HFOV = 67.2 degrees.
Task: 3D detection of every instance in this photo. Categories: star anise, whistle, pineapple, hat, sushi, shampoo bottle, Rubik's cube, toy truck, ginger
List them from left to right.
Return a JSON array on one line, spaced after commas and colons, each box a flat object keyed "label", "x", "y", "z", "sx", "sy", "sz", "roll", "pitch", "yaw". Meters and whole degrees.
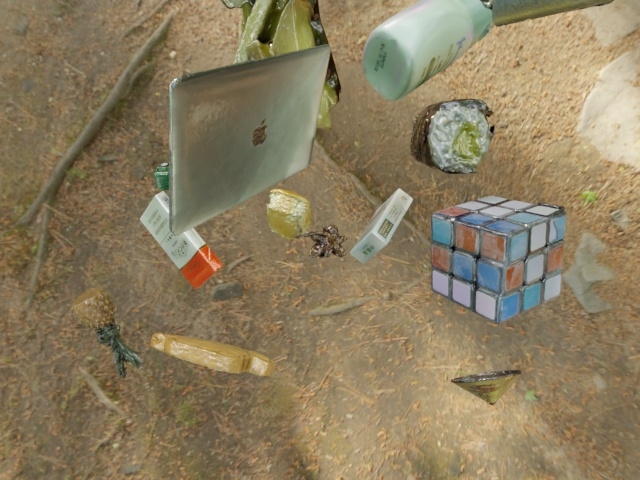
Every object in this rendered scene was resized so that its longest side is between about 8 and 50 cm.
[{"label": "pineapple", "x": -0.629, "y": 0.278, "z": 1.448, "sx": 0.130, "sy": 0.119, "sz": 0.277, "roll": -2, "pitch": 121, "yaw": 37}, {"label": "toy truck", "x": -0.386, "y": -0.176, "z": 1.342, "sx": 0.147, "sy": 0.079, "sz": 0.065, "roll": -2, "pitch": 119, "yaw": 3}, {"label": "ginger", "x": -0.126, "y": -0.421, "z": 1.015, "sx": 0.211, "sy": 0.358, "sz": 0.413, "roll": -29, "pitch": 52, "yaw": -13}, {"label": "star anise", "x": 0.000, "y": 0.000, "z": 1.306, "sx": 0.070, "sy": 0.191, "sz": 0.097, "roll": -6, "pitch": 86, "yaw": 54}, {"label": "shampoo bottle", "x": 0.267, "y": -0.483, "z": 1.137, "sx": 0.349, "sy": 0.222, "sz": 0.151, "roll": -39, "pitch": 76, "yaw": -23}, {"label": "sushi", "x": 0.525, "y": -0.422, "z": 1.939, "sx": 0.281, "sy": 0.294, "sz": 0.299, "roll": 20, "pitch": 100, "yaw": -6}, {"label": "hat", "x": 0.459, "y": 0.405, "z": 1.309, "sx": 0.193, "sy": 0.193, "sz": 0.082, "roll": -13, "pitch": 75, "yaw": 13}, {"label": "Rubik's cube", "x": 0.649, "y": 0.055, "z": 1.787, "sx": 0.362, "sy": 0.363, "sz": 0.358, "roll": 26, "pitch": 129, "yaw": 51}, {"label": "whistle", "x": 0.316, "y": -0.317, "z": 0.594, "sx": 0.057, "sy": 0.068, "sz": 0.326, "roll": -63, "pitch": 29, "yaw": 5}]

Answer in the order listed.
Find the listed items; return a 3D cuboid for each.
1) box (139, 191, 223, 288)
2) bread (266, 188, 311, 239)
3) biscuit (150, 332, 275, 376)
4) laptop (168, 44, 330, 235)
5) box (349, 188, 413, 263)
[{"label": "box", "x": -0.366, "y": 0.004, "z": 1.258, "sx": 0.245, "sy": 0.035, "sz": 0.139, "roll": 50, "pitch": 135, "yaw": -1}, {"label": "bread", "x": -0.125, "y": -0.097, "z": 1.863, "sx": 0.174, "sy": 0.245, "sz": 0.121, "roll": 24, "pitch": 69, "yaw": 11}, {"label": "biscuit", "x": -0.286, "y": 0.312, "z": 1.335, "sx": 0.351, "sy": 0.312, "sz": 0.057, "roll": 0, "pitch": 73, "yaw": 50}, {"label": "laptop", "x": -0.080, "y": -0.132, "z": 0.593, "sx": 0.015, "sy": 0.269, "sz": 0.187, "roll": 31, "pitch": 131, "yaw": 22}, {"label": "box", "x": 0.205, "y": -0.049, "z": 1.608, "sx": 0.067, "sy": 0.155, "sz": 0.243, "roll": 39, "pitch": 53, "yaw": -5}]
